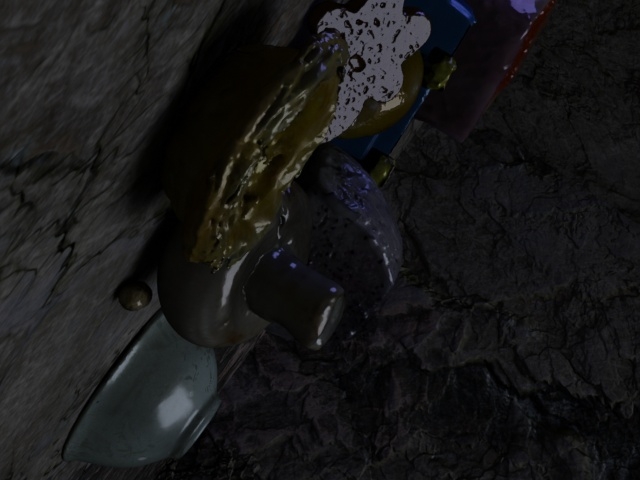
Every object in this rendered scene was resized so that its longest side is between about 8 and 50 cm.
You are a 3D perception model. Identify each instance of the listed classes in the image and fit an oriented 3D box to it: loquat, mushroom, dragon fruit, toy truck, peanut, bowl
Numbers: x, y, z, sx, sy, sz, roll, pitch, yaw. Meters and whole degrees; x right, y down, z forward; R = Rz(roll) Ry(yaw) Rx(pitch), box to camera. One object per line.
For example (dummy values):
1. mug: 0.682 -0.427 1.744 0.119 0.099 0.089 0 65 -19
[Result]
1. loquat: 0.056 -0.210 1.567 0.195 0.152 0.152 -47 171 -39
2. mushroom: -0.070 0.038 1.441 0.243 0.243 0.243 -55 175 -7
3. dragon fruit: 0.000 0.000 1.698 0.283 0.221 0.204 -47 -167 33
4. toy truck: 0.083 -0.227 1.767 0.385 0.161 0.162 -59 -174 29
5. peanut: -0.220 0.067 1.401 0.037 0.037 0.083 -56 173 2
6. bowl: -0.240 0.246 1.786 0.313 0.146 0.313 -56 175 -8

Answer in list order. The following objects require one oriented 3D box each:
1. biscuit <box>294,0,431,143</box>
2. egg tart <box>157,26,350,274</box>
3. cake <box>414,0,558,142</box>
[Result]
1. biscuit: 0.028 -0.215 1.432 0.236 0.039 0.180 -45 135 2
2. egg tart: -0.074 -0.104 1.197 0.288 0.118 0.288 -53 174 -8
3. cake: 0.238 -0.355 1.921 0.237 0.230 0.309 -54 175 -37
